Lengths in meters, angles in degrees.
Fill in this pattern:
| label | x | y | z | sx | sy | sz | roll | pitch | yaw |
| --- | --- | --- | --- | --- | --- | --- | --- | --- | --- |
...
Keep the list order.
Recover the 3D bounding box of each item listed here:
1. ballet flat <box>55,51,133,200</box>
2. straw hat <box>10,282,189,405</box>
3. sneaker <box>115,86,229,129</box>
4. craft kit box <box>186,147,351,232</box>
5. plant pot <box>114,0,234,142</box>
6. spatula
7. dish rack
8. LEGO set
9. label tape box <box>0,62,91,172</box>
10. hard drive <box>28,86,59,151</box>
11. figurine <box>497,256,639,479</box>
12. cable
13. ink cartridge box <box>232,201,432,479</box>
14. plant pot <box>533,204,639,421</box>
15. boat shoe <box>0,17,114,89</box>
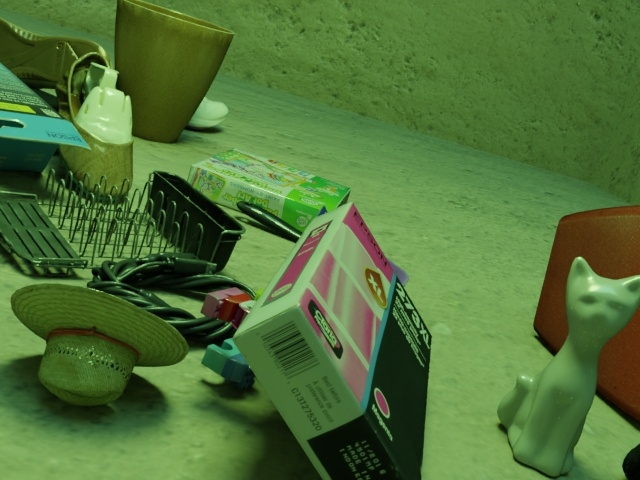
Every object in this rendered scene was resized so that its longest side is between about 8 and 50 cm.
| label | x | y | z | sx | sy | sz | roll | pitch | yaw |
| --- | --- | --- | --- | --- | --- | --- | --- | --- | --- |
| ballet flat | -0.345 | -0.201 | 1.109 | 0.116 | 0.124 | 0.342 | 16 | 28 | -31 |
| straw hat | -0.181 | 0.095 | 0.556 | 0.145 | 0.144 | 0.061 | 16 | 57 | -8 |
| sneaker | -0.331 | -0.345 | 1.657 | 0.305 | 0.152 | 0.114 | 3 | 20 | -46 |
| craft kit box | -0.083 | -0.091 | 1.282 | 0.250 | 0.060 | 0.246 | 19 | 19 | 4 |
| plant pot | -0.323 | -0.339 | 1.464 | 0.237 | 0.254 | 0.237 | 16 | 16 | -5 |
| spatula | 0.000 | 0.000 | 1.114 | 0.297 | 0.030 | 0.084 | 22 | 19 | 10 |
| dish rack | -0.253 | -0.027 | 0.860 | 0.272 | 0.074 | 0.208 | 3 | 22 | -41 |
| LEGO set | -0.028 | 0.098 | 0.690 | 0.093 | 0.087 | 0.227 | 28 | 12 | 19 |
| label tape box | -0.513 | -0.169 | 0.975 | 0.249 | 0.115 | 0.348 | -1 | 31 | -48 |
| hard drive | -0.497 | -0.218 | 1.243 | 0.255 | 0.054 | 0.172 | 28 | 19 | 29 |
| figurine | 0.302 | 0.139 | 0.678 | 0.215 | 0.209 | 0.092 | 22 | 17 | 14 |
| cable | -0.155 | 0.062 | 0.748 | 0.185 | 0.047 | 0.150 | 6 | 25 | -43 |
| ink cartridge box | 0.035 | 0.075 | 0.667 | 0.175 | 0.069 | 0.371 | 59 | 15 | -10 |
| plant pot | 0.457 | 0.082 | 0.987 | 0.267 | 0.267 | 0.236 | 8 | 7 | -32 |
| boat shoe | -0.568 | -0.343 | 1.364 | 0.341 | 0.121 | 0.110 | 13 | -5 | -3 |
